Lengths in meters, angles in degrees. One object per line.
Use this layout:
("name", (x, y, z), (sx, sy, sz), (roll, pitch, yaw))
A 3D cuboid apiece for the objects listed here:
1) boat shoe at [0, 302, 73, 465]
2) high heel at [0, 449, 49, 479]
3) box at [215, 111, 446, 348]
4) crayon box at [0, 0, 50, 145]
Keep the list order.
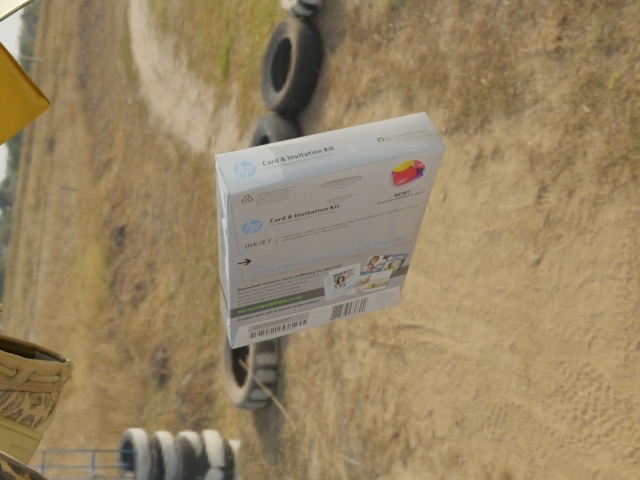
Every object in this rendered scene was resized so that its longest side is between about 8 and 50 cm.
("boat shoe", (-0.238, 0.066, 0.499), (0.089, 0.104, 0.285), (-58, -13, -21))
("high heel", (-0.184, 0.132, 0.200), (0.093, 0.261, 0.186), (-32, 53, 35))
("box", (0.000, 0.000, 0.567), (0.186, 0.145, 0.038), (97, 154, -54))
("crayon box", (-0.360, -0.096, 0.660), (0.202, 0.318, 0.081), (32, 160, 49))
